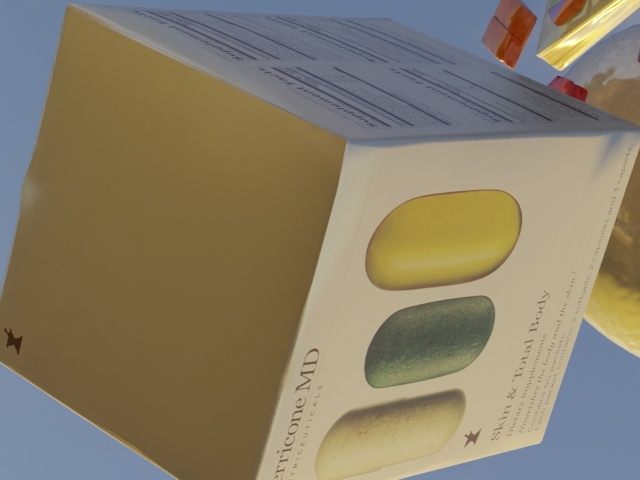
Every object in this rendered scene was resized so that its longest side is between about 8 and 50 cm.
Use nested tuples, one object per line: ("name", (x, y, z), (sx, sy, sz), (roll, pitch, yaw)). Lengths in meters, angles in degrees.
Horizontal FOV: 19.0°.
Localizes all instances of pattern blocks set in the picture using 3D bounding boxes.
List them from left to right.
("pattern blocks set", (0.203, -0.208, 1.295), (0.026, 0.325, 0.285), (31, -53, -20))

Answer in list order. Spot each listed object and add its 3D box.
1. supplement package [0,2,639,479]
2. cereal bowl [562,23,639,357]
("supplement package", (0.000, 0.000, 1.020), (0.198, 0.262, 0.199), (28, -70, 35))
("cereal bowl", (0.345, -0.058, 1.600), (0.339, 0.339, 0.141), (43, -25, 16))
